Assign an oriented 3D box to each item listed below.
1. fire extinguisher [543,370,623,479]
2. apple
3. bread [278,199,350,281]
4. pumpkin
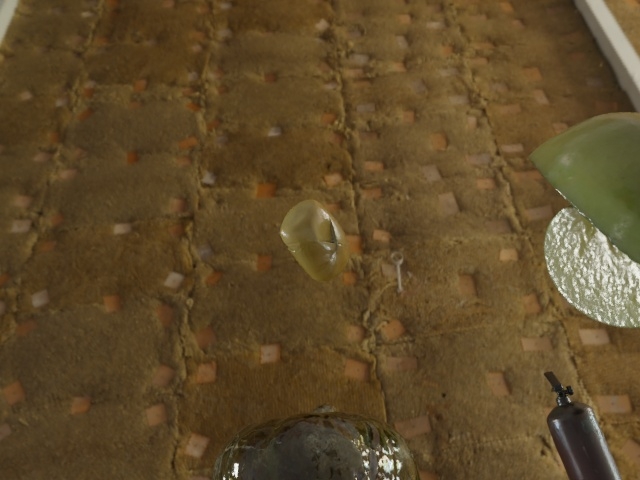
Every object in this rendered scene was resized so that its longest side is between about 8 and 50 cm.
[{"bbox_3d":[0.397,0.327,0.916,0.072,0.089,0.267,-22,-102,9],"label":"fire extinguisher"},{"bbox_3d":[0.443,-0.036,0.856,0.234,0.295,0.257,-31,-147,-4],"label":"apple"},{"bbox_3d":[0.000,0.000,0.835,0.056,0.115,0.082,-1,-140,51],"label":"bread"},{"bbox_3d":[-0.003,0.241,0.623,0.219,0.218,0.162,-1,-125,3],"label":"pumpkin"}]
